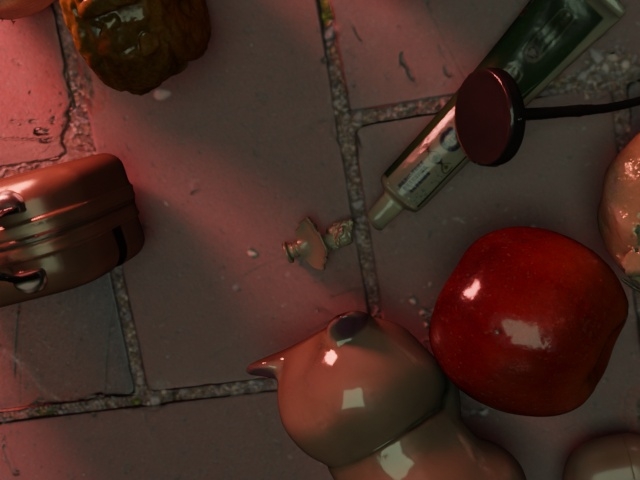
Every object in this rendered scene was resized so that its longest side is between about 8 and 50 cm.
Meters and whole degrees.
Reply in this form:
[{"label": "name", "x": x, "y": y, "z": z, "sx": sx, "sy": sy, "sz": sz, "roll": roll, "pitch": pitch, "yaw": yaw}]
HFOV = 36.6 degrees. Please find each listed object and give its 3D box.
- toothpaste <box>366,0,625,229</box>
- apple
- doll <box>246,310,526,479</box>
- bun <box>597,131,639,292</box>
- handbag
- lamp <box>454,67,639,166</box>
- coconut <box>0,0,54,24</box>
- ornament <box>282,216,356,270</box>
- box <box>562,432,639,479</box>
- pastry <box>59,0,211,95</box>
[{"label": "toothpaste", "x": 0.192, "y": -0.161, "z": 1.157, "sx": 0.099, "sy": 0.061, "sz": 0.392, "roll": 42, "pitch": 101, "yaw": -2}, {"label": "apple", "x": 0.238, "y": 0.092, "z": 1.121, "sx": 0.201, "sy": 0.218, "sz": 0.218, "roll": 27, "pitch": 105, "yaw": 23}, {"label": "doll", "x": 0.097, "y": 0.257, "z": 1.184, "sx": 0.215, "sy": 0.226, "sz": 0.370, "roll": -30, "pitch": 87, "yaw": 43}, {"label": "bun", "x": 0.431, "y": -0.032, "z": 1.087, "sx": 0.239, "sy": 0.141, "sz": 0.239, "roll": -2, "pitch": 116, "yaw": -5}, {"label": "handbag", "x": -0.387, "y": 0.003, "z": 1.149, "sx": 0.302, "sy": 0.283, "sz": 0.149, "roll": -12, "pitch": 98, "yaw": 10}, {"label": "lamp", "x": 0.343, "y": -0.150, "z": 1.082, "sx": 0.371, "sy": 0.108, "sz": 0.130, "roll": -2, "pitch": 107, "yaw": -4}, {"label": "coconut", "x": -0.386, "y": -0.339, "z": 1.128, "sx": 0.171, "sy": 0.183, "sz": 0.170, "roll": 2, "pitch": 99, "yaw": 10}, {"label": "ornament", "x": -0.003, "y": 0.002, "z": 1.224, "sx": 0.092, "sy": 0.041, "sz": 0.068, "roll": 5, "pitch": 105, "yaw": 5}, {"label": "box", "x": 0.385, "y": 0.341, "z": 1.220, "sx": 0.146, "sy": 0.088, "sz": 0.200, "roll": -15, "pitch": 101, "yaw": 9}, {"label": "pastry", "x": -0.225, "y": -0.285, "z": 1.095, "sx": 0.132, "sy": 0.235, "sz": 0.240, "roll": -19, "pitch": 89, "yaw": 15}]
